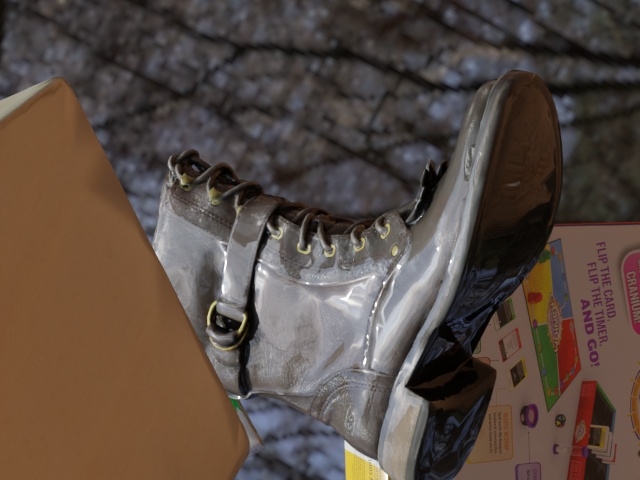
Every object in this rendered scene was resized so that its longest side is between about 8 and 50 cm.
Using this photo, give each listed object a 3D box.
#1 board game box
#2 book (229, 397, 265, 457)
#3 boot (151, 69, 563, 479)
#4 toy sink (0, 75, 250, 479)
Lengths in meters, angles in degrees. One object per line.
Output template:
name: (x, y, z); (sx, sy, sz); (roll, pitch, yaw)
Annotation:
board game box: (0.168, 0.106, 1.478); (0.316, 0.242, 0.064); (0, 179, -30)
book: (-0.120, 0.126, 1.177); (0.096, 0.144, 0.035); (59, 180, 20)
boot: (0.000, 0.000, 1.047); (0.229, 0.263, 0.091); (26, -162, 31)
toy sink: (-0.138, 0.071, 0.565); (0.153, 0.131, 0.234); (64, -158, -14)
